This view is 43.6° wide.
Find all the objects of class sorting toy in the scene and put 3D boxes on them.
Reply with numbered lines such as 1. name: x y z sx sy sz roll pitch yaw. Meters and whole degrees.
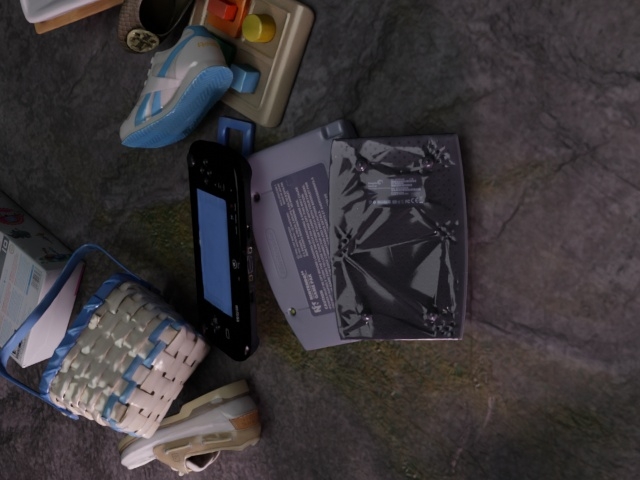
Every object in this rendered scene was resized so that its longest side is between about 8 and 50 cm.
1. sorting toy: -0.118 -0.279 1.131 0.196 0.047 0.348 32 117 24

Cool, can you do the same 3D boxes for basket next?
1. basket: -0.346 0.166 1.262 0.289 0.201 0.255 30 79 20

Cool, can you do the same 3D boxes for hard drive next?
1. hard drive: 0.098 -0.004 1.008 0.172 0.054 0.255 -2 95 9

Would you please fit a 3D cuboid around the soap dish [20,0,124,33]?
1. soap dish: -0.367 -0.481 1.208 0.228 0.118 0.291 -6 97 35

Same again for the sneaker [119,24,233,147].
1. sneaker: -0.215 -0.212 1.152 0.228 0.087 0.092 -35 68 34

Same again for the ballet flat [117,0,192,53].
1. ballet flat: -0.203 -0.351 1.119 0.250 0.084 0.058 -44 55 26

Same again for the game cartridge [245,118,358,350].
1. game cartridge: 0.000 0.000 1.116 0.196 0.060 0.294 -16 92 32

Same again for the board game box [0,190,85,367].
1. board game box: -0.597 0.056 1.505 0.303 0.097 0.224 35 117 21

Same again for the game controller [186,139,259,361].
1. game controller: -0.144 0.015 1.176 0.166 0.067 0.319 -148 52 -62

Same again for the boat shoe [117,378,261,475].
1. boat shoe: -0.220 0.329 1.304 0.302 0.113 0.103 -32 77 34
